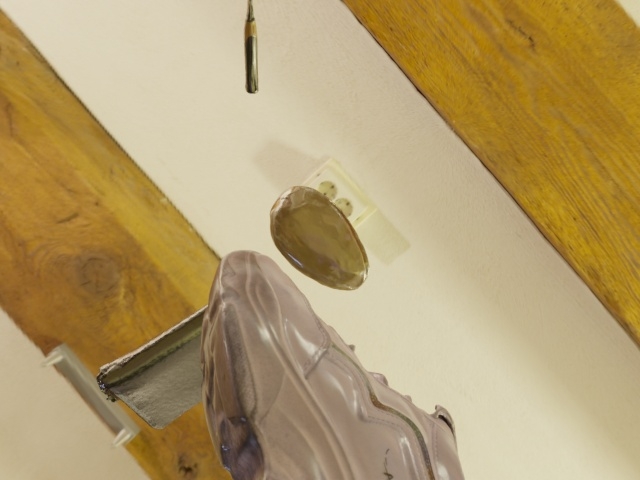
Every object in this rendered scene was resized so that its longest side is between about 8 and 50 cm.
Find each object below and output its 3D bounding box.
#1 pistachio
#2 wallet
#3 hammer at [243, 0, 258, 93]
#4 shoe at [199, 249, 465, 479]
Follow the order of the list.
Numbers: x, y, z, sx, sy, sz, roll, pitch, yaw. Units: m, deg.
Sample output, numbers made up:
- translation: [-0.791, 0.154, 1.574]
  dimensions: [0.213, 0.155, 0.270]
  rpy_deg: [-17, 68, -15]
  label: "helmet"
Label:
- translation: [0.000, 0.000, 1.054]
  dimensions: [0.185, 0.108, 0.126]
  rpy_deg: [49, -58, 12]
  label: "pistachio"
- translation: [-0.157, 0.150, 0.929]
  dimensions: [0.250, 0.044, 0.149]
  rpy_deg: [-34, -44, -6]
  label: "wallet"
- translation: [-0.100, -0.311, 1.027]
  dimensions: [0.021, 0.078, 0.201]
  rpy_deg: [-13, -59, -24]
  label: "hammer"
- translation: [0.012, 0.103, 0.391]
  dimensions: [0.137, 0.245, 0.095]
  rpy_deg: [-1, -41, -24]
  label: "shoe"
